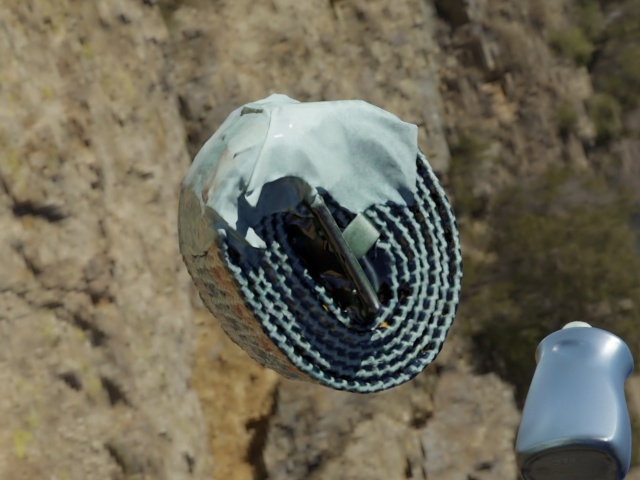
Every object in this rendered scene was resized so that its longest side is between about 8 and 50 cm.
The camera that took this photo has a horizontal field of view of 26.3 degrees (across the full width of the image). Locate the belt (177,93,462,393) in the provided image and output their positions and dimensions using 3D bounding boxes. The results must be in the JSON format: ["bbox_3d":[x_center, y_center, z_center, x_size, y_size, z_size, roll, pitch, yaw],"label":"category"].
[{"bbox_3d":[0.000,0.000,1.140,0.257,0.207,0.150,61,-23,-12],"label":"belt"}]

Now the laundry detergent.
[{"bbox_3d":[0.227,0.137,1.209,0.206,0.097,0.061,-69,139,-57],"label":"laundry detergent"}]
